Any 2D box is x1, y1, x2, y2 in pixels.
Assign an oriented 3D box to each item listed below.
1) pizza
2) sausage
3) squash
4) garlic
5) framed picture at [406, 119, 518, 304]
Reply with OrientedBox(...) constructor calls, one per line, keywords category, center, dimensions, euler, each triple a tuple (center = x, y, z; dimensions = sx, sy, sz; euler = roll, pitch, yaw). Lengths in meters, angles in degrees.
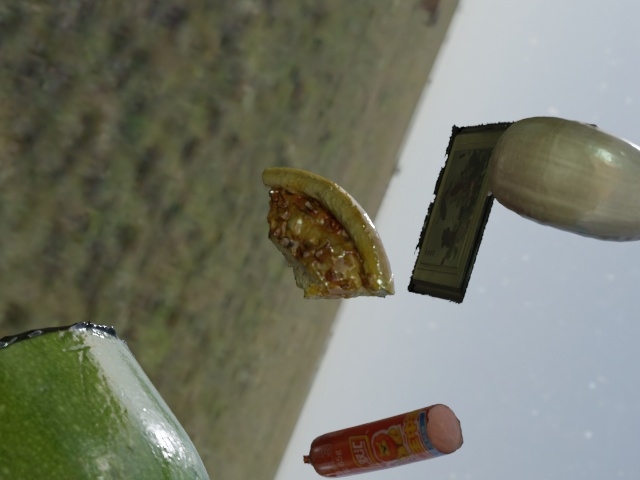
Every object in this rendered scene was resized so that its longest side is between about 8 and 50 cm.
OrientedBox(category="pizza", center=(0.002, -0.006, 2.045), dimensions=(0.134, 0.271, 0.056), euler=(-36, 151, 6))
OrientedBox(category="sausage", center=(0.077, 0.291, 2.161), dimensions=(0.274, 0.074, 0.074), euler=(-20, -144, 42))
OrientedBox(category="squash", center=(-0.251, 0.294, 1.580), dimensions=(0.310, 0.309, 0.310), euler=(-27, 145, -21))
OrientedBox(category="garlic", center=(0.233, -0.044, 1.246), dimensions=(0.128, 0.198, 0.090), euler=(17, 86, -76))
OrientedBox(category="framed picture", center=(0.145, -0.032, 1.607), dimensions=(0.195, 0.010, 0.199), euler=(-172, -80, -77))
